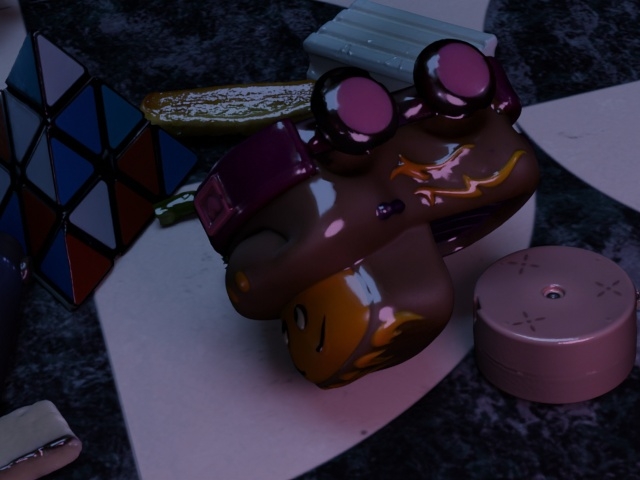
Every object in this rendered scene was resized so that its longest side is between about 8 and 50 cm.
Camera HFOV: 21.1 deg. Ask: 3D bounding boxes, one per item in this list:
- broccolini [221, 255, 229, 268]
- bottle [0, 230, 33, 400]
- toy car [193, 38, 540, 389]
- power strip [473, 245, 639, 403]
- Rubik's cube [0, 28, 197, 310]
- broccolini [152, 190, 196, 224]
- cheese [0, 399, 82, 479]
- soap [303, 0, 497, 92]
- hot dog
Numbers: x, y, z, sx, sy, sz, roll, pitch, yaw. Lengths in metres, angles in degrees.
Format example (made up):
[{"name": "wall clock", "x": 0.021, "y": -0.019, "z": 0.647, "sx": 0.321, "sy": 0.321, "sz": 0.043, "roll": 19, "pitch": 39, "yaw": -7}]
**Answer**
[{"name": "broccolini", "x": 0.000, "y": 0.006, "z": 1.718, "sx": 0.201, "sy": 0.074, "sz": 0.058, "roll": 2, "pitch": 20, "yaw": 9}, {"name": "bottle", "x": -0.328, "y": 0.082, "z": 1.663, "sx": 0.082, "sy": 0.072, "sz": 0.244, "roll": 3, "pitch": 36, "yaw": -5}, {"name": "toy car", "x": 0.064, "y": -0.016, "z": 1.584, "sx": 0.340, "sy": 0.271, "sz": 0.240, "roll": -22, "pitch": 78, "yaw": -28}, {"name": "power strip", "x": 0.216, "y": 0.076, "z": 1.571, "sx": 0.154, "sy": 0.078, "sz": 0.154, "roll": -3, "pitch": 34, "yaw": 2}, {"name": "Rubik's cube", "x": -0.236, "y": -0.020, "z": 1.801, "sx": 0.250, "sy": 0.284, "sz": 0.234, "roll": 13, "pitch": 49, "yaw": -30}, {"name": "broccolini", "x": -0.070, "y": -0.054, "z": 1.836, "sx": 0.216, "sy": 0.058, "sz": 0.067, "roll": -24, "pitch": 36, "yaw": -5}, {"name": "cheese", "x": -0.401, "y": 0.242, "z": 1.496, "sx": 0.400, "sy": 0.034, "sz": 0.085, "roll": -23, "pitch": 35, "yaw": -21}, {"name": "soap", "x": 0.092, "y": -0.209, "z": 1.986, "sx": 0.198, "sy": 0.067, "sz": 0.119, "roll": 21, "pitch": 46, "yaw": 32}, {"name": "hot dog", "x": -0.096, "y": -0.143, "z": 1.947, "sx": 0.215, "sy": 0.047, "sz": 0.066, "roll": -6, "pitch": 51, "yaw": 1}]
